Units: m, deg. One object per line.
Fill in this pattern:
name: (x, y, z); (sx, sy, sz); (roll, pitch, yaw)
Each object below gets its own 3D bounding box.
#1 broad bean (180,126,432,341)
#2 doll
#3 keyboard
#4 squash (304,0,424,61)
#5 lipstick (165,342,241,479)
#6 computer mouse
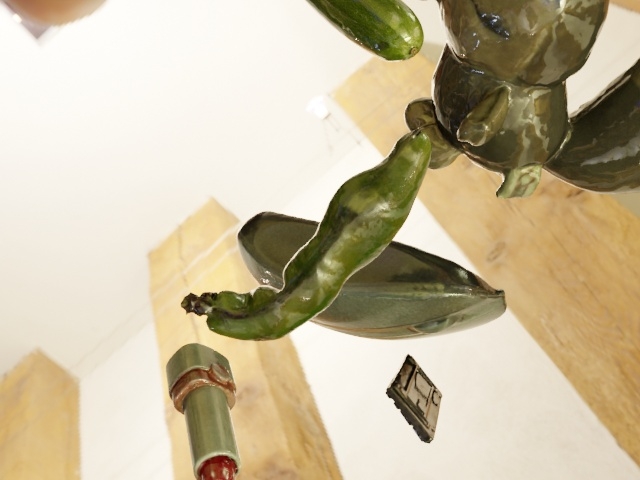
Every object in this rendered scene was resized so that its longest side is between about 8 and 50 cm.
broad bean: (0.003, 0.008, 0.607); (0.195, 0.061, 0.046); (-36, -169, 7)
doll: (0.295, -0.248, 1.125); (0.252, 0.379, 0.382); (-110, -151, -46)
keyboard: (0.094, 0.150, 0.921); (0.013, 0.061, 0.204); (-39, 175, 9)
squash: (0.013, -0.258, 0.947); (0.066, 0.066, 0.252); (-42, -120, 2)
lipstick: (-0.099, 0.173, 0.865); (0.057, 0.063, 0.186); (-48, -149, 15)
computer mouse: (0.046, 0.062, 1.172); (0.374, 0.203, 0.114); (14, -105, 37)
